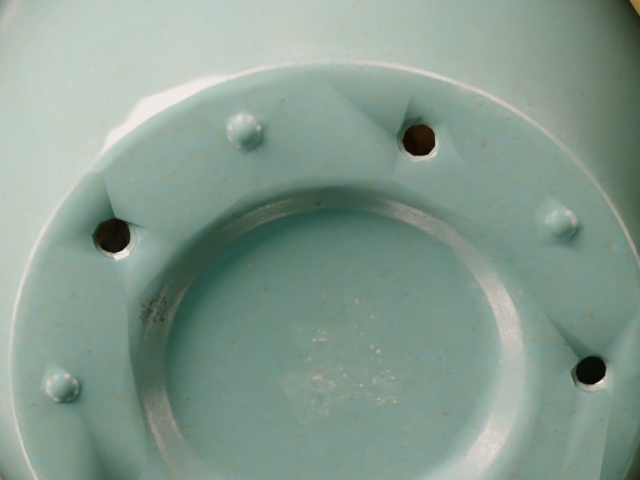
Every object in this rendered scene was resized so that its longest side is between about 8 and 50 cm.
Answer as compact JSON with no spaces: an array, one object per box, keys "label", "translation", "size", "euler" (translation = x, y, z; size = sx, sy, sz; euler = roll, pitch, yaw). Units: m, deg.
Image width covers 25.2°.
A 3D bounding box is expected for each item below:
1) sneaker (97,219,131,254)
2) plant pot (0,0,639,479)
[{"label":"sneaker","translation":[-0.103,-0.001,0.669],"size":[0.232,0.115,0.090],"euler":[14,92,22]},{"label":"plant pot","translation":[0.000,0.000,0.502],"size":[0.293,0.235,0.293],"euler":[-1,108,-2]}]
